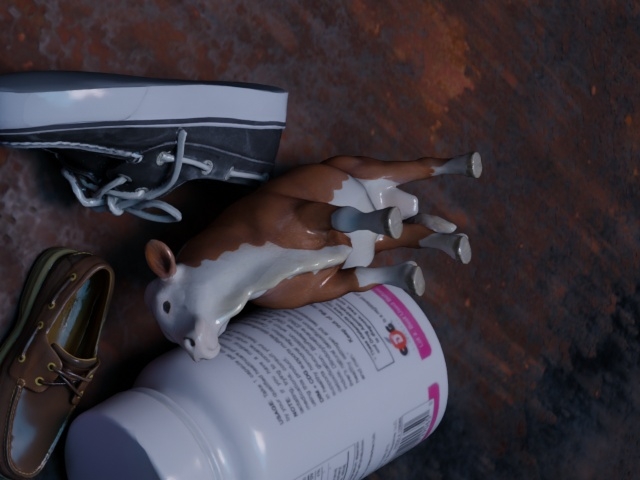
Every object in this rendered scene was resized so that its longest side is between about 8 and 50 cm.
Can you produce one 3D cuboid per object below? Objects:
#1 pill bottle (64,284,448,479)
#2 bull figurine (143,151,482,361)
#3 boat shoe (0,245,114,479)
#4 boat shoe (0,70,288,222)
[{"bbox_3d":[-0.048,0.140,1.258,0.283,0.160,0.160,-24,109,-40],"label":"pill bottle"},{"bbox_3d":[0.000,0.000,1.233,0.310,0.188,0.101,-41,125,-58],"label":"bull figurine"},{"bbox_3d":[-0.197,0.090,1.182,0.064,0.060,0.178,26,75,-41],"label":"boat shoe"},{"bbox_3d":[-0.138,-0.069,1.196,0.306,0.113,0.105,-6,104,-58],"label":"boat shoe"}]
